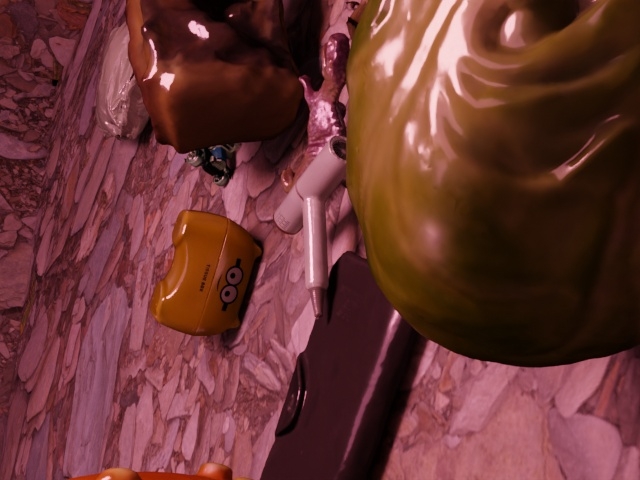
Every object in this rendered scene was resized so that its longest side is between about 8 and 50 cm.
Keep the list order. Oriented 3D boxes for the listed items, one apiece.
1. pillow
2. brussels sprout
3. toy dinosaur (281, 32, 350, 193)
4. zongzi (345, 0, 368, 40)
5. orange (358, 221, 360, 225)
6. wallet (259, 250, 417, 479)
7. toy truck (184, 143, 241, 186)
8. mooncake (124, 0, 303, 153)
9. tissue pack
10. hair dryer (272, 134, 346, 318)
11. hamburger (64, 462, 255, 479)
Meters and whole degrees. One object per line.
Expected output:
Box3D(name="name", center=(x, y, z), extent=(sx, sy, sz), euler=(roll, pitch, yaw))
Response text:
Box3D(name="pillow", center=(-0.458, -0.386, 2.143), extent=(0.283, 0.138, 0.310), euler=(8, 85, 65))
Box3D(name="brussels sprout", center=(0.159, -0.099, 0.545), extent=(0.281, 0.289, 0.355), euler=(-104, 10, -48))
Box3D(name="toy dinosaur", center=(0.017, -0.106, 1.089), extent=(0.200, 0.072, 0.252), euler=(143, 128, -63))
Box3D(name="zongzi", center=(0.116, -0.267, 0.982), extent=(0.197, 0.099, 0.194), euler=(-52, 24, 14))
Box3D(name="orange", center=(0.077, -0.027, 0.935), extent=(0.085, 0.085, 0.085), euler=(-41, 40, 48))
Box3D(name="wallet", center=(0.008, 0.195, 0.966), extent=(0.197, 0.051, 0.378), euler=(26, 97, 64))
Box3D(name="toy truck", center=(-0.178, -0.175, 1.535), extent=(0.078, 0.080, 0.154), euler=(-32, 43, 24))
Box3D(name="mooncake", center=(-0.156, -0.327, 1.287), extent=(0.394, 0.246, 0.393), euler=(-109, 16, -57))
Box3D(name="tissue pack", center=(-0.167, 0.049, 1.322), extent=(0.123, 0.127, 0.178), euler=(-160, 88, -71))
Box3D(name="hair dryer", center=(0.004, -0.003, 1.017), extent=(0.155, 0.044, 0.183), euler=(-52, 40, 47))
Box3D(name="hamburger", center=(-0.104, 0.330, 0.717), extent=(0.395, 0.395, 0.278), euler=(9, 84, 64))
